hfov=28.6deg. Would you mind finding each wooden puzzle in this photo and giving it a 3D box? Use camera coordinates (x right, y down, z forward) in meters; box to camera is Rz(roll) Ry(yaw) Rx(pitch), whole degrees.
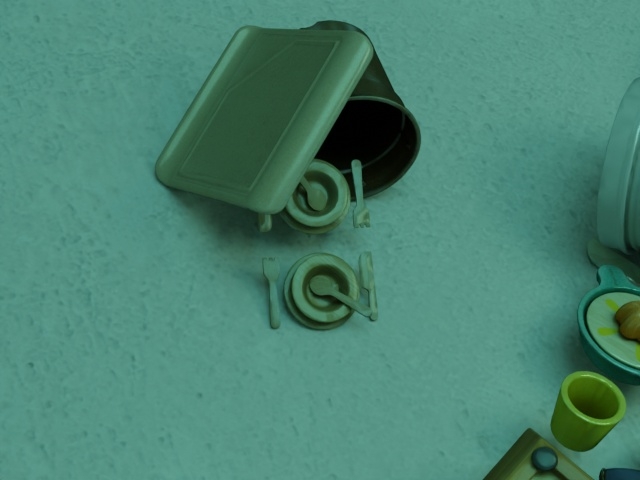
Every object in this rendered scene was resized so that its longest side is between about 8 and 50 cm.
[{"bbox_3d":[-0.063,-0.137,1.391,0.239,0.044,0.221,18,75,51],"label":"wooden puzzle"}]

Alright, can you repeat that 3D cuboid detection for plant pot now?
[{"bbox_3d":[0.019,-0.161,1.473,0.167,0.167,0.165,-2,49,-13],"label":"plant pot"}]

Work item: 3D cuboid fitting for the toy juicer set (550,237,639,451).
[{"bbox_3d":[0.375,0.115,1.361,0.209,0.089,0.329,21,42,5],"label":"toy juicer set"}]

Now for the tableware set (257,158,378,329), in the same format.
[{"bbox_3d":[0.000,0.000,1.382,0.128,0.039,0.194,-4,79,-14],"label":"tableware set"}]

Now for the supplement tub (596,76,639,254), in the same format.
[{"bbox_3d":[0.499,-0.057,1.399,0.331,0.241,0.241,13,51,24],"label":"supplement tub"}]

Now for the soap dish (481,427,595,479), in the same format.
[{"bbox_3d":[0.193,0.338,1.142,0.229,0.118,0.291,39,70,17],"label":"soap dish"}]

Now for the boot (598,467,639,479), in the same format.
[{"bbox_3d":[0.383,0.286,1.274,0.219,0.082,0.106,5,57,-6],"label":"boot"}]
